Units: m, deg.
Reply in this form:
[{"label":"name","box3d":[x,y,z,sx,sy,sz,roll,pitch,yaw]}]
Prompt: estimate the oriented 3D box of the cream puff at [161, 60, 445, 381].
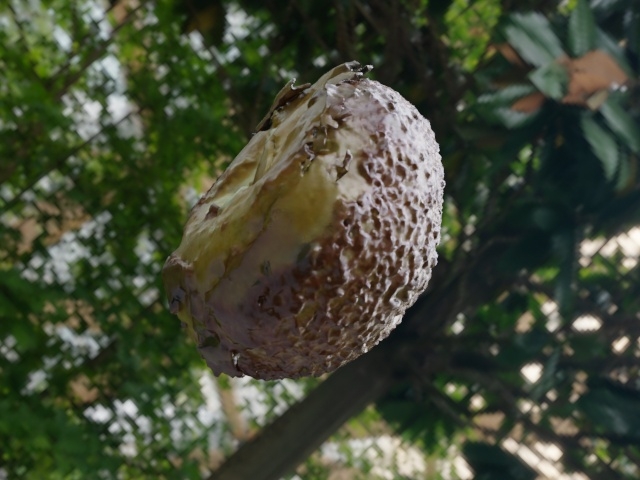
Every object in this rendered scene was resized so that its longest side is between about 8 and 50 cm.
[{"label":"cream puff","box3d":[-0.003,0.003,1.300,0.229,0.350,0.350,41,-17,-15]}]
